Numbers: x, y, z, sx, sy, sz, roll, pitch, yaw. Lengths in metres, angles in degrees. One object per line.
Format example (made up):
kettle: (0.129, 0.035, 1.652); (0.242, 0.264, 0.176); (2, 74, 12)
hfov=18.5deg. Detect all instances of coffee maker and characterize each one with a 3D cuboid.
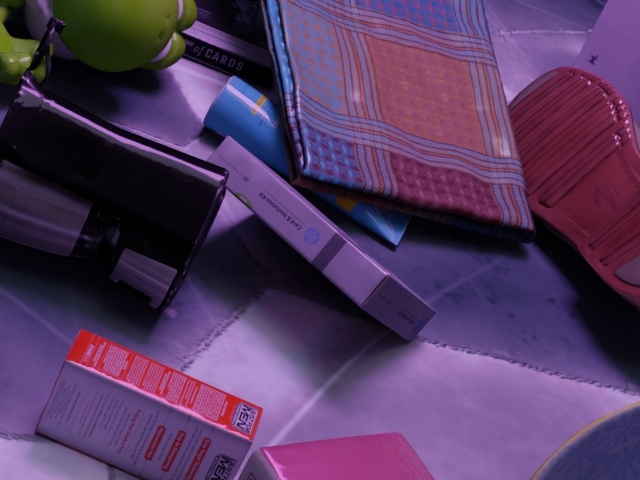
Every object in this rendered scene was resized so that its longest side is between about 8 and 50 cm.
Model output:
coffee maker: (-0.163, -0.054, 1.514); (0.178, 0.171, 0.120); (23, 15, -8)

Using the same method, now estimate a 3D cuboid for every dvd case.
dvd case: (-0.114, -0.247, 1.965); (0.179, 0.030, 0.239); (22, 32, -8)

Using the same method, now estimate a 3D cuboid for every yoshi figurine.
yoshi figurine: (-0.269, -0.239, 1.702); (0.362, 0.203, 0.203); (17, 40, -18)

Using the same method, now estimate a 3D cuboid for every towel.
towel: (0.064, -0.177, 1.857); (0.271, 0.040, 0.370); (12, 49, -29)

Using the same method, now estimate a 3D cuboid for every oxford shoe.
oxford shoe: (0.284, -0.028, 1.873); (0.146, 0.140, 0.397); (44, 14, -35)

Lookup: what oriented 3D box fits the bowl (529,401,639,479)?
bowl: (0.247, 0.255, 1.339); (0.289, 0.289, 0.156); (28, -11, 4)

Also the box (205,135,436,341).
box: (0.000, 0.000, 1.609); (0.186, 0.038, 0.145); (42, 2, 22)

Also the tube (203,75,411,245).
tube: (-0.007, -0.071, 1.773); (0.207, 0.052, 0.080); (33, 42, -1)

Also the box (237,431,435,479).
box: (0.034, 0.253, 1.225); (0.126, 0.149, 0.232); (-2, 42, -39)

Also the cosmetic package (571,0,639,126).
cosmetic package: (0.403, -0.191, 2.065); (0.224, 0.225, 0.138); (33, 32, 11)

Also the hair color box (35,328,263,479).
hair color box: (-0.120, 0.126, 1.376); (0.141, 0.072, 0.043); (25, 32, -4)
